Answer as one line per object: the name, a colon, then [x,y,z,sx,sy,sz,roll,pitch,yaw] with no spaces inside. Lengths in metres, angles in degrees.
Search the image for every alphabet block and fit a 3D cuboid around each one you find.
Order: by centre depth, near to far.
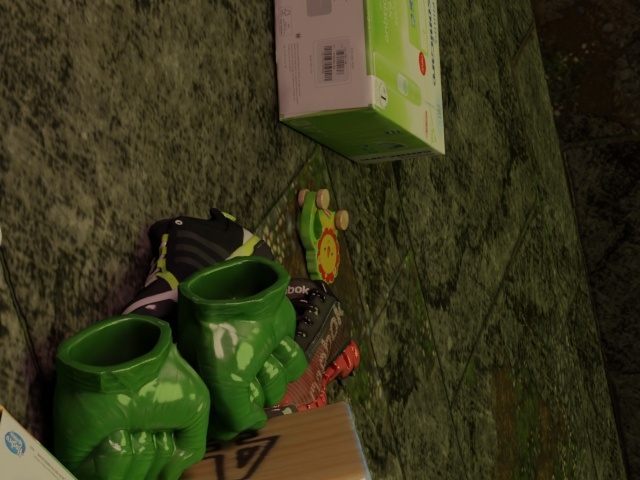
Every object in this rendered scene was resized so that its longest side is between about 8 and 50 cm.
alphabet block: [-0.044,0.272,1.570,0.193,0.197,0.192,-111,-172,-76]

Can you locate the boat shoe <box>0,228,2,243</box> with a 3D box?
boat shoe: [-0.271,0.016,1.270,0.227,0.081,0.079,-34,116,-67]

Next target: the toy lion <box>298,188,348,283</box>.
toy lion: [0.000,0.000,2.098,0.100,0.034,0.096,47,48,-58]

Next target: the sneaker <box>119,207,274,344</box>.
sneaker: [-0.136,0.031,1.679,0.097,0.084,0.235,46,30,8]

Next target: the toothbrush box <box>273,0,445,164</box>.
toothbrush box: [0.050,-0.220,2.165,0.283,0.122,0.206,25,61,-69]

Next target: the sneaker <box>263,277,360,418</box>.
sneaker: [-0.034,0.115,1.867,0.276,0.098,0.135,-46,127,-67]

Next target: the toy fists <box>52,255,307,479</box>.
toy fists: [-0.115,0.124,1.543,0.279,0.096,0.142,-29,131,-46]

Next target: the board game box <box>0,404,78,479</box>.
board game box: [-0.233,0.314,1.310,0.242,0.064,0.316,58,32,-50]
